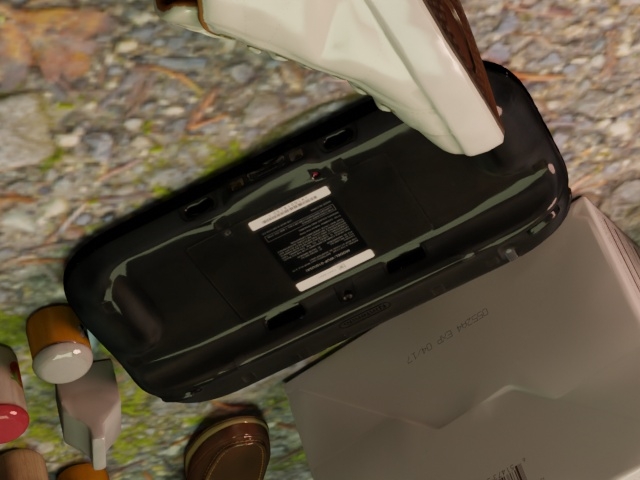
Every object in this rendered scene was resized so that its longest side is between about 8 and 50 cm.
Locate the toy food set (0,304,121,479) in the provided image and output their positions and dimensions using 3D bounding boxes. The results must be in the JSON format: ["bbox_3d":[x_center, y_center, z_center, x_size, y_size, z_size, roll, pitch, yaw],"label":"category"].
[{"bbox_3d":[-0.185,0.156,1.190,0.111,0.104,0.232,-8,143,-14],"label":"toy food set"}]

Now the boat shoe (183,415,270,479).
[{"bbox_3d":[-0.073,0.197,1.330,0.064,0.060,0.178,-1,140,-23],"label":"boat shoe"}]

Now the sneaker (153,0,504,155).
[{"bbox_3d":[-0.010,-0.131,0.910,0.123,0.106,0.290,-27,132,18],"label":"sneaker"}]

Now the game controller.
[{"bbox_3d":[0.000,0.000,1.122,0.319,0.067,0.166,-26,129,9],"label":"game controller"}]

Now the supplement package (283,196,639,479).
[{"bbox_3d":[0.140,0.139,1.227,0.262,0.204,0.145,-34,141,19],"label":"supplement package"}]
